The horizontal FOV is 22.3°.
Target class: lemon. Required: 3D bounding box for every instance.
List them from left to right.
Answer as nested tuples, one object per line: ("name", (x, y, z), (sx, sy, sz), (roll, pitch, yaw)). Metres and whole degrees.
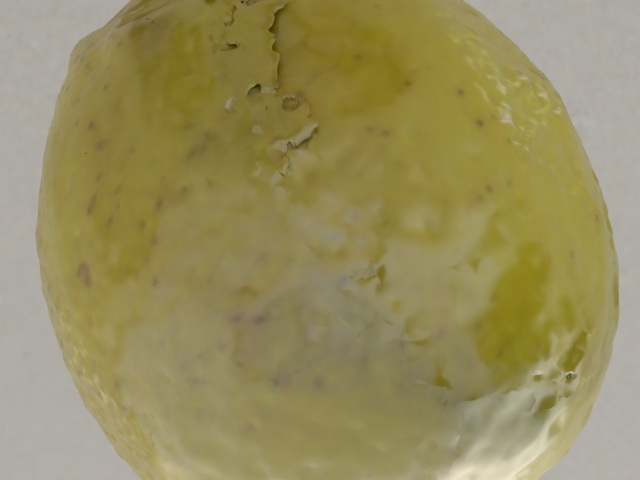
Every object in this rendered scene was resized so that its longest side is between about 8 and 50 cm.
("lemon", (0.000, 0.000, 0.732), (0.253, 0.310, 0.253), (-23, 165, -6))
